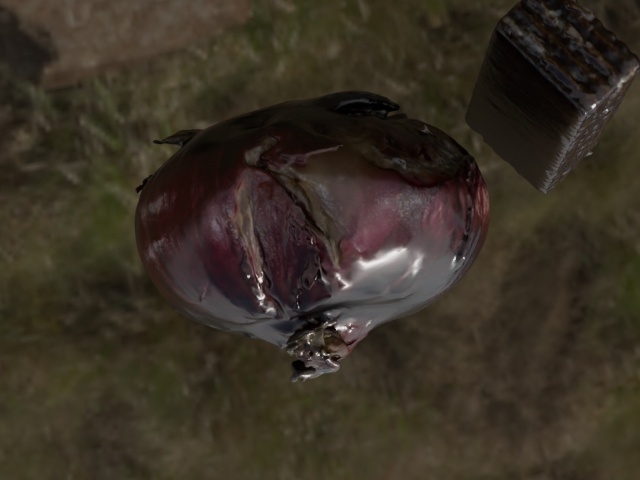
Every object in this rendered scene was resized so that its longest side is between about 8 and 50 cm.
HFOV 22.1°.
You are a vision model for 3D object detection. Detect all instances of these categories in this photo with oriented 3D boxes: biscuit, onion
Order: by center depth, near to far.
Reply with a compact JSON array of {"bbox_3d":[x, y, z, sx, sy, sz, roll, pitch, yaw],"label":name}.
[{"bbox_3d":[0.189,-0.121,1.376,0.070,0.106,0.252,-43,170,-11],"label":"biscuit"},{"bbox_3d":[0.000,0.000,1.403,0.314,0.232,0.314,-10,173,-1],"label":"onion"}]
